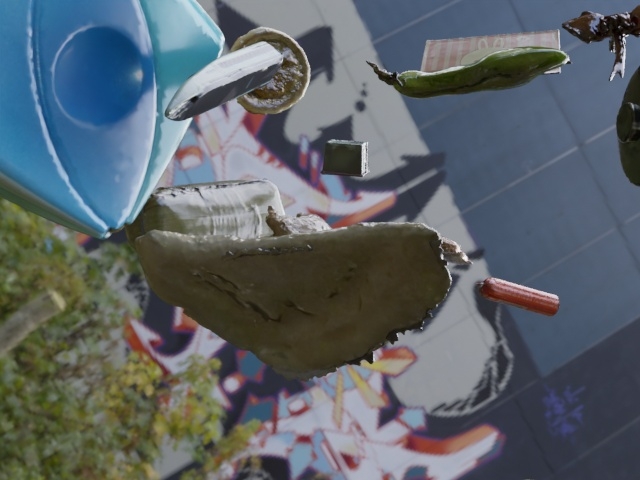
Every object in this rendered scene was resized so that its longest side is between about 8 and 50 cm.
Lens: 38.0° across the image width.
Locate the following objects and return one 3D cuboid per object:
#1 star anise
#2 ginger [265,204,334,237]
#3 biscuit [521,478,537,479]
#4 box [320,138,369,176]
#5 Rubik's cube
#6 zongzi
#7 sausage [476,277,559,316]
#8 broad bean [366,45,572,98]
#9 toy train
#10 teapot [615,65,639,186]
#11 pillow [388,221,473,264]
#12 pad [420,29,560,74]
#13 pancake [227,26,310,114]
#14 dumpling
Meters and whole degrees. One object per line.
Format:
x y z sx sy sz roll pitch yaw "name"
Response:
0.488 -0.311 1.507 0.158 0.140 0.144 -23 -111 58 "star anise"
-0.002 0.000 1.801 0.122 0.084 0.290 43 14 31 "ginger"
0.263 0.439 1.227 0.343 0.287 0.057 12 -46 24 "biscuit"
0.047 -0.156 1.749 0.060 0.084 0.063 -41 134 -67 "box"
-0.388 -0.240 1.236 0.347 0.352 0.351 20 -11 42 "Rubik's cube"
-0.321 -0.027 2.013 0.393 0.356 0.174 -8 -91 44 "zongzi"
0.279 0.079 1.330 0.034 0.129 0.034 -164 -90 -71 "sausage"
0.238 -0.266 1.497 0.067 0.325 0.075 -83 163 -51 "broad bean"
-0.132 -0.203 1.178 0.048 0.252 0.055 43 -56 6 "toy train"
0.591 -0.131 1.325 0.200 0.336 0.271 -127 -140 -82 "teapot"
0.176 0.006 1.530 0.135 0.034 0.211 20 -2 18 "pillow"
0.372 -0.406 2.042 0.202 0.299 0.005 -74 157 -49 "pad"
-0.088 -0.280 1.550 0.152 0.151 0.025 63 -16 -9 "pancake"
-0.019 0.048 0.916 0.332 0.086 0.166 1 -59 27 "dumpling"
